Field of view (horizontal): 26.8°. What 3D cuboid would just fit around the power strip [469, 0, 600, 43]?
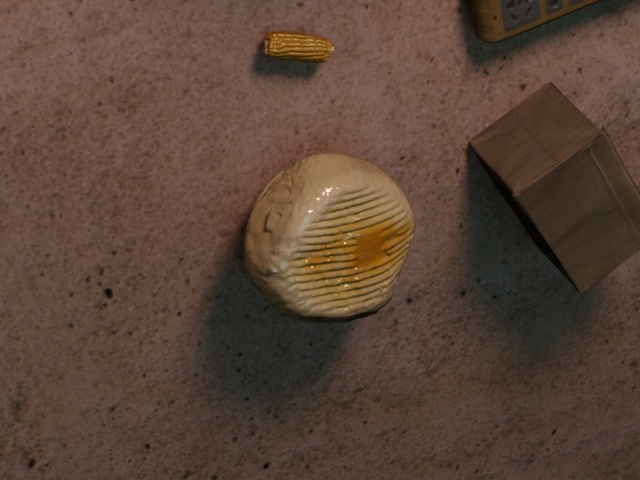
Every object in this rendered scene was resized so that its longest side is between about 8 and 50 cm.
[{"bbox_3d":[0.372,-0.361,1.732,0.388,0.066,0.092,-24,132,-8],"label":"power strip"}]

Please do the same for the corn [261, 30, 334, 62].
[{"bbox_3d":[-0.029,-0.238,1.654,0.092,0.037,0.037,4,121,-25],"label":"corn"}]

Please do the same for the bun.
[{"bbox_3d":[0.000,0.000,1.765,0.244,0.153,0.243,-12,111,-32],"label":"bun"}]

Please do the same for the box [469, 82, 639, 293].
[{"bbox_3d":[0.343,-0.074,1.866,0.155,0.149,0.231,-38,130,4],"label":"box"}]
